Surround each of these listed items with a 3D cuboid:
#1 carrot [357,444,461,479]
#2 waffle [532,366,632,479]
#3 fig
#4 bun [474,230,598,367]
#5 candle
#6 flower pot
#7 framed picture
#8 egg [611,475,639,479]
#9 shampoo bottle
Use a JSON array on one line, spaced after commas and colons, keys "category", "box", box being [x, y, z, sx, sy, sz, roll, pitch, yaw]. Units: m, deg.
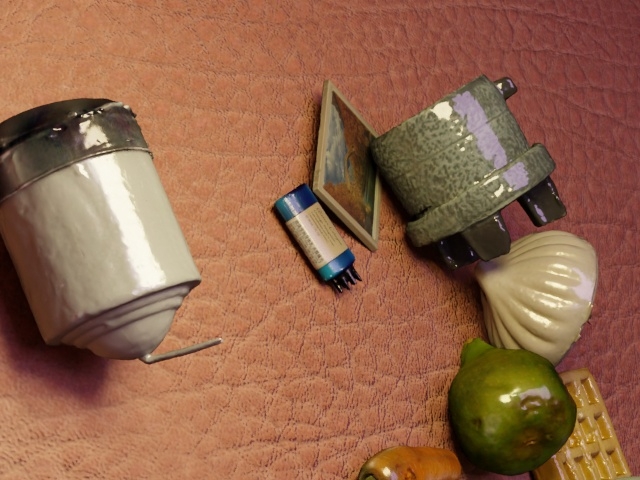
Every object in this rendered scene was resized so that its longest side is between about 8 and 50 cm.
[{"category": "carrot", "box": [0.134, 0.345, 1.912, 0.193, 0.087, 0.087, -5, 69, -51]}, {"category": "waffle", "box": [0.440, 0.341, 2.265, 0.247, 0.055, 0.221, -3, 68, -48]}, {"category": "fig", "box": [0.288, 0.252, 2.093, 0.206, 0.206, 0.275, 31, 12, -30]}, {"category": "bun", "box": [0.345, 0.089, 2.202, 0.175, 0.263, 0.263, 22, 47, -10]}, {"category": "candle", "box": [-0.278, 0.008, 1.582, 0.221, 0.221, 0.343, -12, 77, -50]}, {"category": "flower pot", "box": [0.261, -0.112, 2.199, 0.299, 0.299, 0.283, -31, 89, -52]}, {"category": "framed picture", "box": [0.050, -0.129, 2.158, 0.184, 0.016, 0.250, 45, 37, -38]}, {"category": "egg", "box": [0.485, 0.511, 2.061, 0.370, 0.230, 0.230, -17, 78, -46]}, {"category": "shampoo bottle", "box": [0.000, 0.000, 2.021, 0.183, 0.050, 0.087, 57, 31, -2]}]
